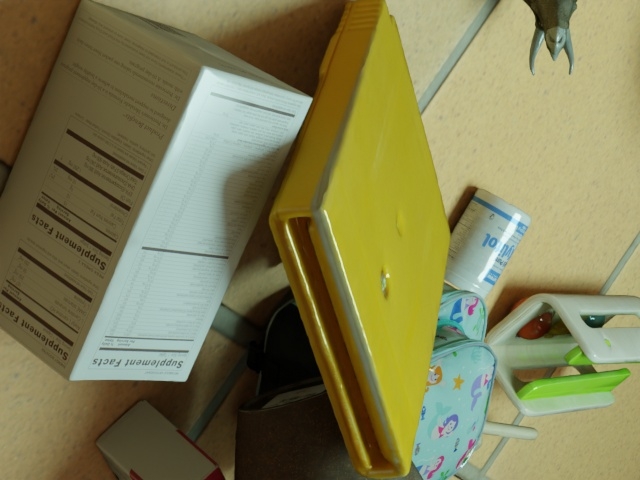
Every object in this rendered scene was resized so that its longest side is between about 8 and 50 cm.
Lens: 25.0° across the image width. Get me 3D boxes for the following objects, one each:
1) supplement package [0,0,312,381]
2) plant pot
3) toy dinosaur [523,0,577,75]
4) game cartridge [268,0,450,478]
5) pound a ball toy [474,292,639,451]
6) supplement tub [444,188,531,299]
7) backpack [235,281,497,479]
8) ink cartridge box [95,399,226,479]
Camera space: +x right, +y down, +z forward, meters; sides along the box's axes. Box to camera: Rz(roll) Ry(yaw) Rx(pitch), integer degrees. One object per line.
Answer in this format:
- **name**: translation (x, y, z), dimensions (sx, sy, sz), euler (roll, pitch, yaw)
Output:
- **supplement package**: translation (-0.138, -0.032, 1.072), dimensions (0.139, 0.134, 0.244), euler (10, 108, -56)
- **plant pot**: translation (0.010, 0.242, 1.277), dimensions (0.215, 0.215, 0.230), euler (-20, 96, -44)
- **toy dinosaur**: translation (0.273, -0.328, 1.422), dimensions (0.313, 0.121, 0.160), euler (-51, 159, -20)
- **game cartridge**: translation (0.045, -0.012, 1.225), dimensions (0.324, 0.052, 0.285), euler (-75, 153, -51)
- **pound a ball toy**: translation (0.284, 0.152, 1.825), dimensions (0.208, 0.136, 0.319), euler (-43, 155, 26)
- **supplement tub**: translation (0.176, 0.004, 1.581), dimensions (0.071, 0.071, 0.107), euler (24, 96, -57)
- **backpack**: translation (0.067, 0.142, 1.455), dimensions (0.253, 0.191, 0.225), euler (-27, 133, -47)
- **ink cartridge box**: translation (-0.131, 0.232, 1.324), dimensions (0.063, 0.109, 0.150), euler (-42, 144, -20)
